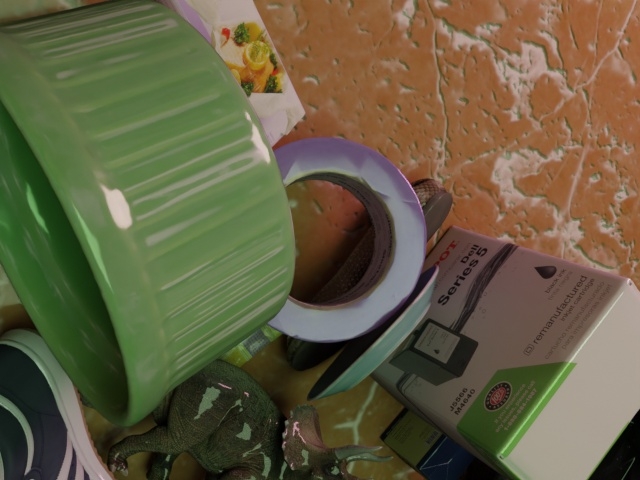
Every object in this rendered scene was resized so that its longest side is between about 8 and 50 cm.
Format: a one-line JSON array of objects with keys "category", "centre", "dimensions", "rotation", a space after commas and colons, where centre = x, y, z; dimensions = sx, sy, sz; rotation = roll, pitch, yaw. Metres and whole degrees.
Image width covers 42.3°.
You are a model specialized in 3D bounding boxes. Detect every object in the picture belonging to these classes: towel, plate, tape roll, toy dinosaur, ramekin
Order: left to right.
[{"category": "ramekin", "centre": [-0.152, -0.030, 0.619], "dimensions": [0.148, 0.303, 0.303], "rotation": [-28, 114, -28]}, {"category": "toy dinosaur", "centre": [-0.104, 0.184, 0.812], "dimensions": [0.313, 0.121, 0.160], "rotation": [35, 84, -5]}, {"category": "towel", "centre": [-0.081, 0.097, 0.849], "dimensions": [0.083, 0.009, 0.060], "rotation": [-36, 116, -16]}, {"category": "tape roll", "centre": [0.000, 0.000, 0.789], "dimensions": [0.189, 0.080, 0.189], "rotation": [0, 90, -8]}, {"category": "plate", "centre": [0.059, 0.098, 0.830], "dimensions": [0.024, 0.188, 0.188], "rotation": [44, 79, 2]}]

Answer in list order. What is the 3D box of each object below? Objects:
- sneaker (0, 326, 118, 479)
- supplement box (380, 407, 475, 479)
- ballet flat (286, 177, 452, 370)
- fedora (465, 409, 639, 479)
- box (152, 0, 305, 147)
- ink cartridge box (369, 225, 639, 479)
[{"category": "sneaker", "centre": [-0.249, 0.231, 0.701], "dimensions": [0.153, 0.099, 0.282], "rotation": [-52, 127, -62]}, {"category": "supplement box", "centre": [0.131, 0.228, 0.953], "dimensions": [0.083, 0.083, 0.056], "rotation": [-47, 119, -10]}, {"category": "ballet flat", "centre": [0.043, 0.031, 0.879], "dimensions": [0.250, 0.058, 0.084], "rotation": [-51, 154, -2]}, {"category": "fedora", "centre": [0.284, 0.286, 1.010], "dimensions": [0.334, 0.152, 0.334], "rotation": [-7, 106, -27]}, {"category": "box", "centre": [-0.099, -0.195, 0.658], "dimensions": [0.063, 0.067, 0.324], "rotation": [-47, 144, -13]}, {"category": "ink cartridge box", "centre": [0.183, 0.114, 0.845], "dimensions": [0.115, 0.273, 0.198], "rotation": [43, 81, -27]}]
